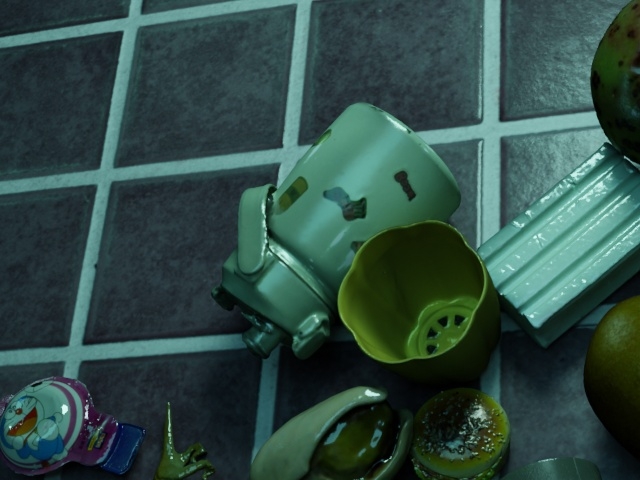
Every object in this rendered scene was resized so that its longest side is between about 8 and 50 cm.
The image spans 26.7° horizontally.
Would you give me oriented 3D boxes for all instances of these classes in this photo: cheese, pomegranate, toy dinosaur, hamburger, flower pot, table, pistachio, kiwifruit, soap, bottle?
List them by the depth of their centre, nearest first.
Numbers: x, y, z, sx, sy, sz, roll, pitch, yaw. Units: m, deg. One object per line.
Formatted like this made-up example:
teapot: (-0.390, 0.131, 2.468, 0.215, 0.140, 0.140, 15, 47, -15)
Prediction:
kiwifruit: (0.411, 0.167, 1.574, 0.196, 0.196, 0.234, -42, 48, -8)
table: (0.268, 0.304, 1.578, 0.133, 0.133, 0.043, -18, 54, 9)
hamburger: (0.172, 0.250, 1.678, 0.126, 0.081, 0.141, 28, 72, 31)
pistachio: (0.013, 0.269, 1.682, 0.238, 0.138, 0.153, -37, 16, 25)
flower pot: (0.142, 0.095, 1.717, 0.195, 0.179, 0.195, -10, 63, 20)
pomegranate: (0.465, -0.204, 1.748, 0.242, 0.306, 0.242, -1, 87, 10)
soap: (0.338, 0.004, 1.766, 0.261, 0.094, 0.150, -38, 60, -6)
toy dinosaur: (-0.210, 0.312, 1.808, 0.126, 0.039, 0.162, -41, 54, -5)
bottle: (0.000, 0.000, 1.824, 0.352, 0.229, 0.229, -47, 56, -7)
cheese: (-0.358, 0.265, 1.876, 0.244, 0.062, 0.155, 12, 63, 25)
